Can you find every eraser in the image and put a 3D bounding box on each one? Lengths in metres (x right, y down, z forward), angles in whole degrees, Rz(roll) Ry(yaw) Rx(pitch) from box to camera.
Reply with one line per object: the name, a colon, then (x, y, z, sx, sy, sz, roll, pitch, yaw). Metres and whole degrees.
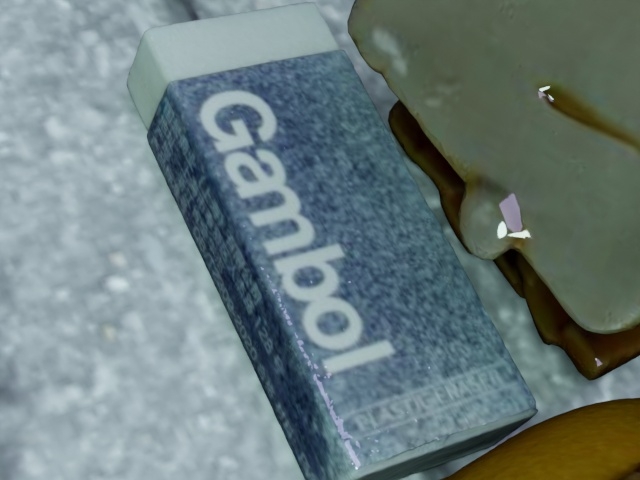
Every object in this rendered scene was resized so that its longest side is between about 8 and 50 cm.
eraser: (0.000, 0.000, 0.623, 0.092, 0.046, 0.212, -14, 65, -29)

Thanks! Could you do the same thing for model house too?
model house: (0.135, -0.074, 0.640, 0.199, 0.219, 0.229, 47, 10, 20)

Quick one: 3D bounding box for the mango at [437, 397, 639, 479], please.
mango: (0.077, 0.132, 0.501, 0.236, 0.166, 0.136, -19, 64, -31)
